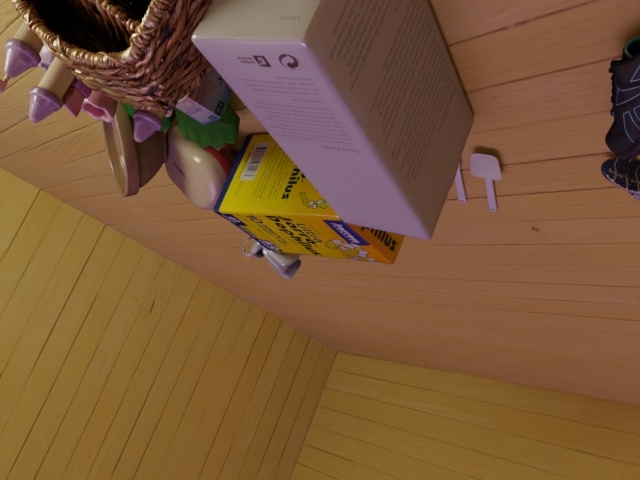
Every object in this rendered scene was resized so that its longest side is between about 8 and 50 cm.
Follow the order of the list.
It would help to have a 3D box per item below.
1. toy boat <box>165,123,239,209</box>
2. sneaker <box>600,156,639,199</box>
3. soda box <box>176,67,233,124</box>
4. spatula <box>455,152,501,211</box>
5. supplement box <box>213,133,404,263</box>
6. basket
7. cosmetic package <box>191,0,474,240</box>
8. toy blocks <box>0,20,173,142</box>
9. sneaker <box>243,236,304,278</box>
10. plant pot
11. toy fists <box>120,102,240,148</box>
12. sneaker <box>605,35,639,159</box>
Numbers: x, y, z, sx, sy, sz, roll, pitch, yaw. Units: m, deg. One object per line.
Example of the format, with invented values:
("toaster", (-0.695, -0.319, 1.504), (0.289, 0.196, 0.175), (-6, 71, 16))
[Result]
("toy boat", (-0.246, -0.171, 1.562), (0.231, 0.151, 0.151), (44, 141, 38))
("sneaker", (0.489, -0.084, 1.065), (0.135, 0.052, 0.058), (22, 167, 0))
("soda box", (-0.154, -0.271, 1.053), (0.063, 0.183, 0.058), (31, 161, -30))
("spatula", (0.261, -0.115, 1.301), (0.168, 0.019, 0.242), (14, 161, 23))
("supplement box", (-0.009, -0.090, 1.404), (0.356, 0.195, 0.194), (5, 156, 43))
("basket", (-0.273, -0.327, 0.851), (0.299, 0.213, 0.223), (40, 169, 20))
("cosmetic package", (0.051, -0.207, 0.926), (0.161, 0.230, 0.453), (12, 159, 31))
("toy blocks", (-0.429, -0.299, 1.172), (0.309, 0.260, 0.288), (16, 163, 17))
("sneaker", (0.000, 0.000, 1.637), (0.366, 0.210, 0.137), (19, 163, 8))
("plant pot", (-0.411, -0.222, 1.550), (0.110, 0.237, 0.237), (-13, 175, -22))
("toy fists", (-0.289, -0.269, 1.380), (0.279, 0.096, 0.142), (19, 153, 13))
("sneaker", (0.399, -0.189, 0.830), (0.106, 0.101, 0.267), (42, 167, 11))
